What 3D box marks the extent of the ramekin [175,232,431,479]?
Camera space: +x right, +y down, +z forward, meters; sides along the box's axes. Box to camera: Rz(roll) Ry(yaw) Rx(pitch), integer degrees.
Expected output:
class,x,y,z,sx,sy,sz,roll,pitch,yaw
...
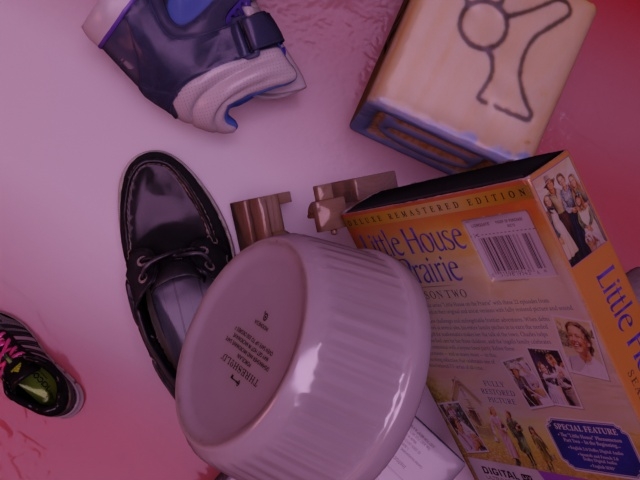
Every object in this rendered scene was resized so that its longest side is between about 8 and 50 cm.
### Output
class,x,y,z,sx,sy,sz,roll,pitch,yaw
ramekin,-0.030,0.116,1.002,0.127,0.273,0.272,27,85,-32

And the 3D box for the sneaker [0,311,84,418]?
class,x,y,z,sx,sy,sz,roll,pitch,yaw
sneaker,-0.337,0.137,1.152,0.170,0.075,0.063,44,85,-2

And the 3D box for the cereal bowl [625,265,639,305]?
class,x,y,z,sx,sy,sz,roll,pitch,yaw
cereal bowl,0.382,0.198,1.093,0.141,0.339,0.339,-36,91,10

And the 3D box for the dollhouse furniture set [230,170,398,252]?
class,x,y,z,sx,sy,sz,roll,pitch,yaw
dollhouse furniture set,0.000,0.000,1.168,0.151,0.144,0.123,-12,93,-20

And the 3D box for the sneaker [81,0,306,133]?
class,x,y,z,sx,sy,sz,roll,pitch,yaw
sneaker,-0.087,-0.277,1.179,0.236,0.130,0.322,39,80,-12

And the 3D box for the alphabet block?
class,x,y,z,sx,sy,sz,roll,pitch,yaw
alphabet block,0.161,-0.188,1.152,0.192,0.193,0.197,25,86,-5

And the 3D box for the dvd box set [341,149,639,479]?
class,x,y,z,sx,sy,sz,roll,pitch,yaw
dvd box set,0.205,0.130,1.006,0.062,0.308,0.420,-32,100,-28

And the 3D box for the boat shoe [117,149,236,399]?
class,x,y,z,sx,sy,sz,roll,pitch,yaw
boat shoe,-0.152,0.059,1.153,0.127,0.113,0.340,-10,88,-5

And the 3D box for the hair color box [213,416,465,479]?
class,x,y,z,sx,sy,sz,roll,pitch,yaw
hair color box,-0.038,0.319,1.152,0.185,0.113,0.374,43,84,-2
